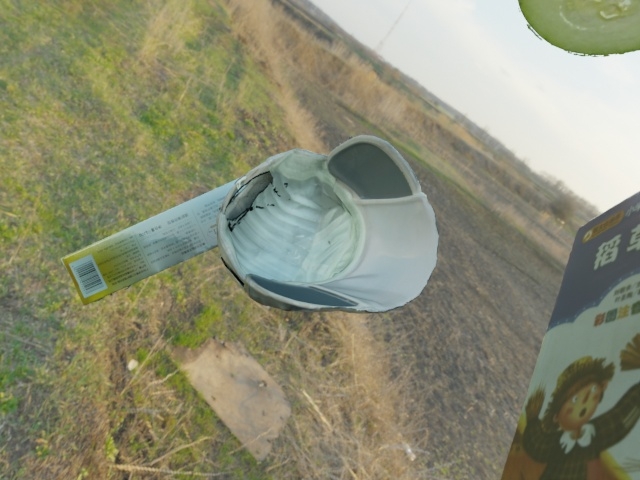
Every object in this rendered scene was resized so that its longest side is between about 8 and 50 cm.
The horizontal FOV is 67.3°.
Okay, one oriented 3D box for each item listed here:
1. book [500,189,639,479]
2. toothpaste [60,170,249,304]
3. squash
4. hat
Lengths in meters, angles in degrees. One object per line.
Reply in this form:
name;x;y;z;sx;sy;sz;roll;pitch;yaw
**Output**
book;0.309;0.105;0.466;0.039;0.428;0.300;29;-24;1
toothpaste;-0.226;-0.005;0.732;0.071;0.313;0.089;-78;144;-86
squash;0.340;-0.326;0.554;0.219;0.219;0.041;36;35;-4
hat;0.005;0.000;0.570;0.275;0.232;0.161;13;-25;36
